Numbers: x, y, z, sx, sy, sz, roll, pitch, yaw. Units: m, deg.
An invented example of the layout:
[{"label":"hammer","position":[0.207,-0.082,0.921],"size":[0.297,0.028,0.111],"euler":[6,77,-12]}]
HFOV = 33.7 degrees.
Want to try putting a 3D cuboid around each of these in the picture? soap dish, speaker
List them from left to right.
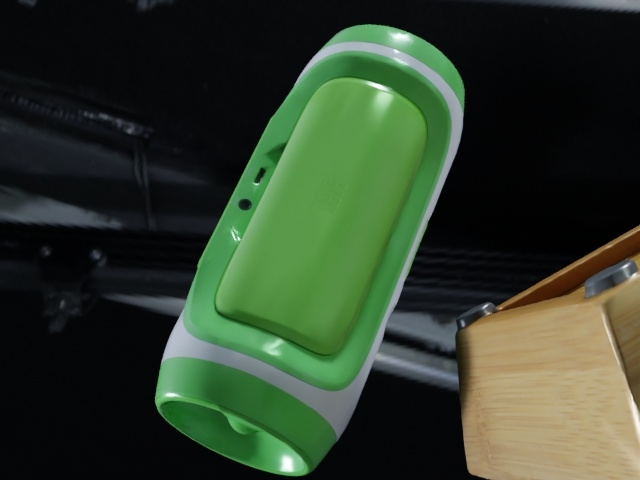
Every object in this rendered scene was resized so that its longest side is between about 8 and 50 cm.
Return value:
[{"label":"speaker","position":[0.000,0.000,0.713],"size":[0.131,0.297,0.131],"euler":[19,-26,10]},{"label":"soap dish","position":[0.217,0.029,0.526],"size":[0.290,0.229,0.118],"euler":[-28,-92,-13]}]
